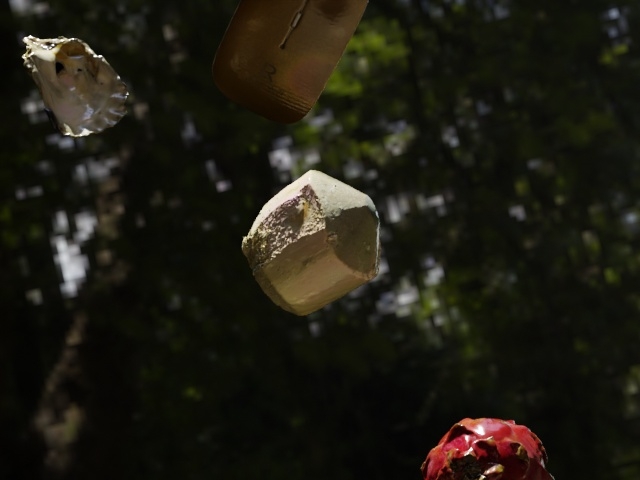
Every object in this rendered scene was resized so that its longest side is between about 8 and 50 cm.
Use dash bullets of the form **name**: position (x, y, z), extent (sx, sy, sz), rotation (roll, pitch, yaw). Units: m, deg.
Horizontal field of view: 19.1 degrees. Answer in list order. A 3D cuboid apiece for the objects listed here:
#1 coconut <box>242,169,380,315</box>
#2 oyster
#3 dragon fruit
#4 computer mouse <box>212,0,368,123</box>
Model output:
- **coconut**: position (0.000, 0.000, 1.763), extent (0.122, 0.116, 0.116), rotation (-35, -15, 19)
- **oyster**: position (-0.280, -0.172, 2.111), extent (0.146, 0.121, 0.045), rotation (23, -43, -2)
- **dragon fruit**: position (0.169, 0.241, 1.933), extent (0.133, 0.136, 0.166), rotation (-11, 7, 35)
- **computer mouse**: position (-0.034, -0.227, 2.082), extent (0.245, 0.126, 0.056), rotation (-58, 5, 37)
